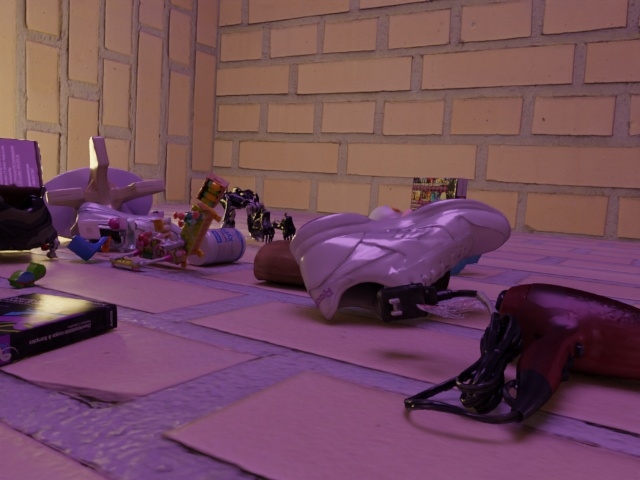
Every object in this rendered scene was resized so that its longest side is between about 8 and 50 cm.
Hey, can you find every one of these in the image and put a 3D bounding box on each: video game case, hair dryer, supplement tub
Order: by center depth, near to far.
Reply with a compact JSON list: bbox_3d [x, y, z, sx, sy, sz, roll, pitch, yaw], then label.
[{"bbox_3d":[0.200,0.105,0.501,0.294,0.080,0.223,-2,22,-5],"label":"hair dryer"},{"bbox_3d":[-0.203,0.011,1.113,0.071,0.070,0.107,7,6,31],"label":"supplement tub"},{"bbox_3d":[0.334,-0.078,1.658,0.042,0.210,0.232,1,5,-22],"label":"video game case"}]

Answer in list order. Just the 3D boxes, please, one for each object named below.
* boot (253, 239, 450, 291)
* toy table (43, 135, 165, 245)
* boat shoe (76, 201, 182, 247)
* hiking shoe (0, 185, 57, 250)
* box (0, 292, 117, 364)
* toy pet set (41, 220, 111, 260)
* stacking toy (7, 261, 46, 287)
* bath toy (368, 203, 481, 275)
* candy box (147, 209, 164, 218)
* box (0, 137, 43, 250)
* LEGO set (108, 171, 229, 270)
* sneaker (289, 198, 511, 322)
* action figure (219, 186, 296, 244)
[{"bbox_3d":[0.064,0.034,0.955,0.270,0.089,0.236,5,5,28],"label":"boot"},{"bbox_3d":[-0.511,-0.097,1.333,0.274,0.252,0.161,-25,5,-32],"label":"toy table"},{"bbox_3d":[-0.410,-0.011,1.232,0.226,0.075,0.083,13,-42,-18],"label":"boat shoe"},{"bbox_3d":[-0.569,-0.028,0.959,0.086,0.114,0.227,8,20,44],"label":"hiking shoe"},{"bbox_3d":[-0.292,0.079,0.543,0.116,0.029,0.162,5,4,19],"label":"box"},{"bbox_3d":[-0.441,0.018,1.075,0.122,0.065,0.114,2,-30,-45],"label":"toy pet set"},{"bbox_3d":[-0.507,0.035,0.755,0.167,0.052,0.221,7,6,29],"label":"stacking toy"},{"bbox_3d":[0.206,-0.007,1.301,0.151,0.129,0.348,29,-6,-27],"label":"bath toy"},{"bbox_3d":[-0.545,-0.051,1.545,0.196,0.070,0.165,4,6,6],"label":"candy box"},{"bbox_3d":[-0.708,-0.084,1.007,0.382,0.143,0.191,1,-36,-33],"label":"box"},{"bbox_3d":[-0.275,-0.013,0.993,0.287,0.132,0.107,-20,-3,35],"label":"LEGO set"},{"bbox_3d":[0.119,0.033,0.750,0.305,0.152,0.114,-9,-31,-15],"label":"sneaker"},{"bbox_3d":[-0.200,-0.059,1.535,0.164,0.140,0.276,-5,25,-44],"label":"action figure"}]
